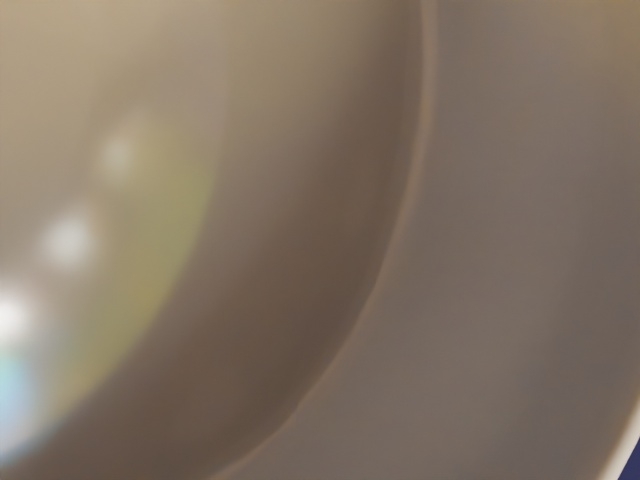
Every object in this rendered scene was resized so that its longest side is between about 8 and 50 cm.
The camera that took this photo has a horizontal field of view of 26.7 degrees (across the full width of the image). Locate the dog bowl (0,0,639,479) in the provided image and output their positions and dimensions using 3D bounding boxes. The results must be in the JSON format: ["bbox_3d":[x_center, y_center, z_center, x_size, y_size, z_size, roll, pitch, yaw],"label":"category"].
[{"bbox_3d":[-0.019,-0.043,0.290,0.104,0.265,0.265,5,-131,42],"label":"dog bowl"}]
